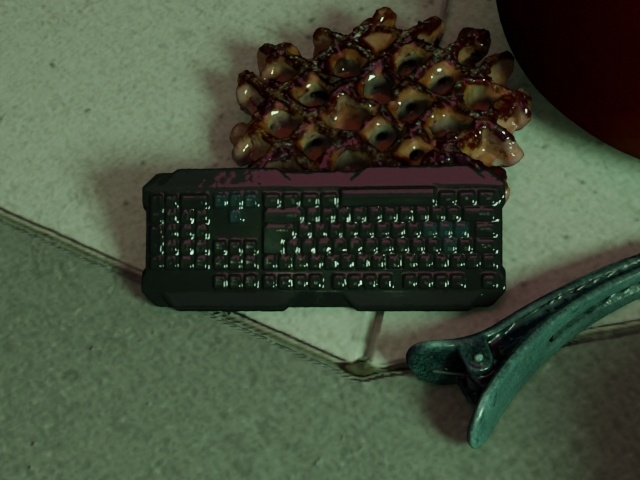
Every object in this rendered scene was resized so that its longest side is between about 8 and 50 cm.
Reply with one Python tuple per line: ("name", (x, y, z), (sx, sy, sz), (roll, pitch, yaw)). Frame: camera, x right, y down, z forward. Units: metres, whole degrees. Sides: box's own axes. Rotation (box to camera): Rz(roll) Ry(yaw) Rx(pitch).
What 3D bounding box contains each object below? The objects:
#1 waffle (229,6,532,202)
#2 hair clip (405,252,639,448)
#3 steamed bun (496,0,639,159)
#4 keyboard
("waffle", (0.045, -0.086, 1.127), (0.234, 0.055, 0.221), (-9, 53, 6))
("hair clip", (0.193, 0.043, 1.000), (0.275, 0.048, 0.083), (-28, 48, -15))
("steamed bun", (0.257, -0.211, 1.073), (0.248, 0.235, 0.379), (-18, 50, -12))
("keyboard", (0.000, 0.000, 1.051), (0.262, 0.016, 0.106), (0, 88, 9))
